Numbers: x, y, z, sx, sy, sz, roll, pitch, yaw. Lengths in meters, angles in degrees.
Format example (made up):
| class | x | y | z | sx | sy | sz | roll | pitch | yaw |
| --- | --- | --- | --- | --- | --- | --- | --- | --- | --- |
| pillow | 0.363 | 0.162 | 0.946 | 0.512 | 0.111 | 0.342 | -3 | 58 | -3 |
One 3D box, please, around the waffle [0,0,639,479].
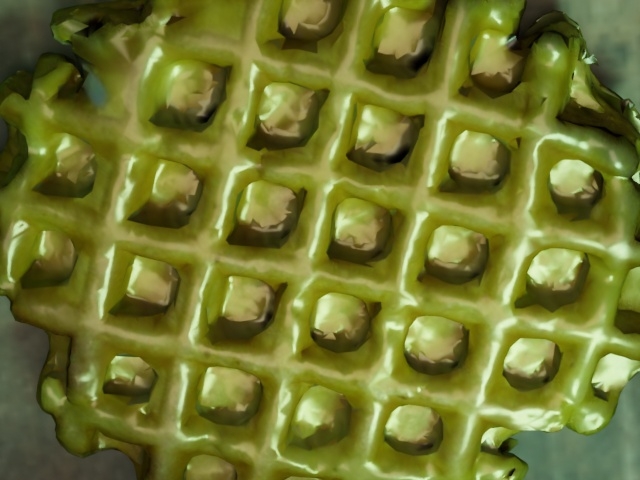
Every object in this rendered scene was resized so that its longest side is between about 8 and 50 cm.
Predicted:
| class | x | y | z | sx | sy | sz | roll | pitch | yaw |
| --- | --- | --- | --- | --- | --- | --- | --- | --- | --- |
| waffle | 0.000 | 0.001 | 0.688 | 0.254 | 0.052 | 0.245 | -29 | 103 | 10 |
